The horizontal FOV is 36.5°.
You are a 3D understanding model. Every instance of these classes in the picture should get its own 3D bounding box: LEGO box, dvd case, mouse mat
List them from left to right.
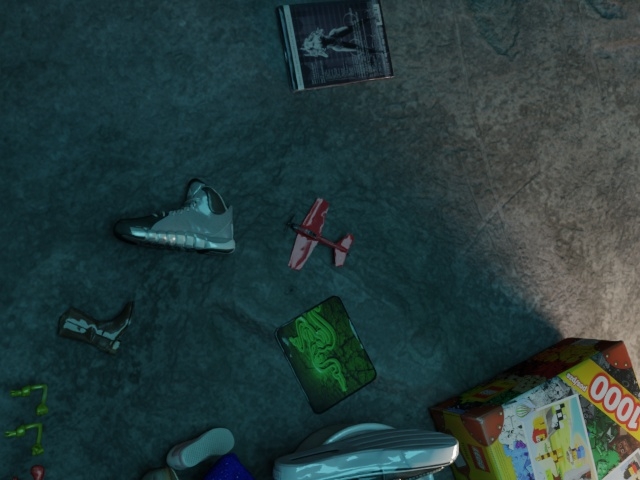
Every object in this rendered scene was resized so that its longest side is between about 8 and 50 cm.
[{"bbox_3d":[0.013,0.220,1.866,0.152,0.007,0.190,-30,98,-21],"label":"mouse mat"},{"bbox_3d":[0.031,-0.386,1.896,0.221,0.018,0.165,-12,93,-23],"label":"dvd case"},{"bbox_3d":[0.492,0.494,1.947,0.372,0.193,0.501,-23,96,-22],"label":"LEGO box"}]

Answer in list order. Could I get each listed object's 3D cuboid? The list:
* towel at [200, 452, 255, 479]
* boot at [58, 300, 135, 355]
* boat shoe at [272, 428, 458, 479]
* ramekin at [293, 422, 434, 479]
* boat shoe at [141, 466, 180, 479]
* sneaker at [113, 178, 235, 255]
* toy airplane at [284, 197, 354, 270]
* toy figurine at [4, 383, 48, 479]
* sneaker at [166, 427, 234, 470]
[{"bbox_3d":[-0.172,0.541,1.623,0.228,0.076,0.308,57,48,-23],"label":"towel"},{"bbox_3d":[-0.392,0.135,1.692,0.114,0.037,0.107,25,76,-14],"label":"boot"},{"bbox_3d":[0.081,0.410,1.693,0.335,0.121,0.119,-7,98,-11],"label":"boat shoe"},{"bbox_3d":[0.062,0.472,1.805,0.277,0.135,0.277,1,88,-22],"label":"ramekin"},{"bbox_3d":[-0.230,0.543,1.702,0.116,0.123,0.325,-20,99,-44],"label":"boat shoe"},{"bbox_3d":[-0.258,-0.050,1.736,0.228,0.086,0.132,9,79,-32],"label":"sneaker"},{"bbox_3d":[0.000,0.000,1.860,0.151,0.028,0.151,0,89,-21],"label":"toy airplane"},{"bbox_3d":[-0.527,0.334,1.457,0.191,0.217,0.363,4,61,-4],"label":"toy figurine"},{"bbox_3d":[-0.221,0.376,1.746,0.134,0.070,0.051,-15,84,-51],"label":"sneaker"}]
